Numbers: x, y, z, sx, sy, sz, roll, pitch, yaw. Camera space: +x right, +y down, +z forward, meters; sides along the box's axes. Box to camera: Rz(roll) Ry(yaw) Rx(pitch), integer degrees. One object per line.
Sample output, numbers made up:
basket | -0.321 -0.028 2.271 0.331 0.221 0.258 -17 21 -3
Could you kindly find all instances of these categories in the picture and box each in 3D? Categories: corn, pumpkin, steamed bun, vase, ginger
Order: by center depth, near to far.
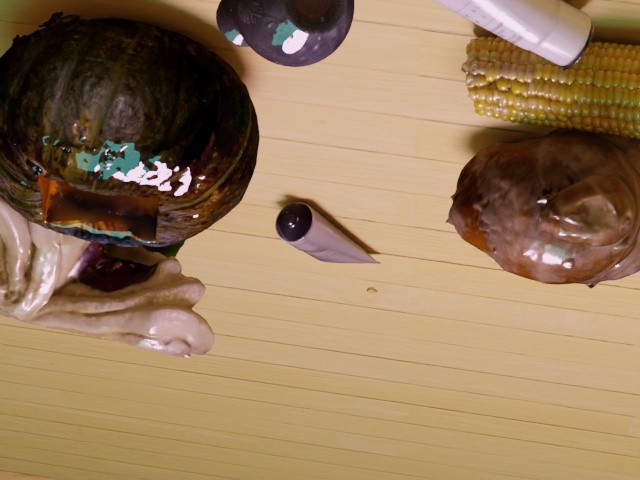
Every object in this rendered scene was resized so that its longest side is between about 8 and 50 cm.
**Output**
vase | -0.043 -0.224 1.822 0.120 0.120 0.183 20 172 -23
corn | 0.263 -0.153 1.863 0.244 0.093 0.093 9 158 14
ginger | 0.253 -0.033 1.956 0.256 0.176 0.375 0 -175 8
pumpkin | -0.219 -0.112 2.034 0.320 0.192 0.320 7 158 3
steamed bun | -0.341 0.020 2.384 0.247 0.189 0.428 -2 -169 -44

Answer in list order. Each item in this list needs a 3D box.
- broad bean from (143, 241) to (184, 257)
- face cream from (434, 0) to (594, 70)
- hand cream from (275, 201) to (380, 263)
broad bean | -0.243 -0.033 2.424 0.144 0.049 0.292 5 155 28
face cream | 0.144 -0.238 1.771 0.243 0.058 0.092 24 159 -16
hand cream | 0.000 0.000 2.395 0.087 0.054 0.186 2 163 29
